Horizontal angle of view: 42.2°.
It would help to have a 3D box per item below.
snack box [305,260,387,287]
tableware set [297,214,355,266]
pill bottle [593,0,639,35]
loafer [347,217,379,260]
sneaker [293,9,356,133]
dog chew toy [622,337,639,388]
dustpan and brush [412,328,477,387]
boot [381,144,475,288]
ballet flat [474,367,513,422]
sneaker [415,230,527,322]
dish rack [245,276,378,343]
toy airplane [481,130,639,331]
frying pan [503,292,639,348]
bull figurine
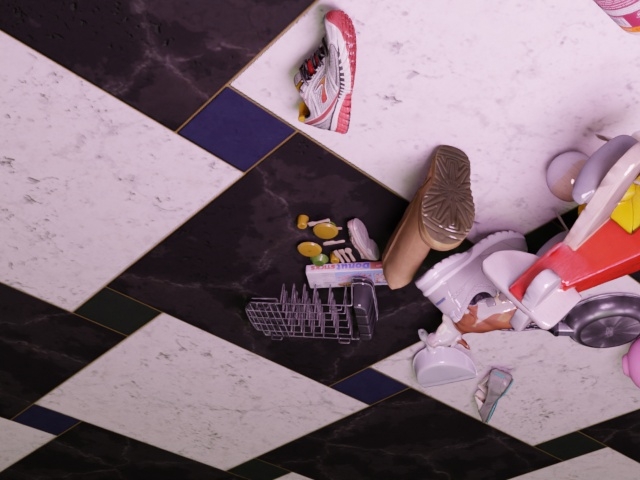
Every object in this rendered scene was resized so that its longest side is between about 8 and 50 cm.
[{"bbox_3d":[0.062,0.071,1.703,0.178,0.022,0.064,-3,146,8],"label":"snack box"},{"bbox_3d":[0.000,0.000,1.620,0.104,0.024,0.154,-10,142,22],"label":"tableware set"},{"bbox_3d":[0.368,-0.365,1.038,0.221,0.121,0.121,29,135,-31],"label":"pill bottle"},{"bbox_3d":[0.075,0.002,1.601,0.039,0.045,0.125,-8,144,25],"label":"loafer"},{"bbox_3d":[0.006,-0.245,1.244,0.092,0.088,0.225,5,142,-1],"label":"sneaker"},{"bbox_3d":[0.820,0.259,1.770,0.331,0.207,0.207,-8,142,26],"label":"dog chew toy"},{"bbox_3d":[0.269,0.271,1.937,0.147,0.060,0.211,-15,146,19],"label":"dustpan and brush"},{"bbox_3d":[0.177,0.000,1.439,0.089,0.236,0.269,23,137,-2],"label":"boot"},{"bbox_3d":[0.421,0.382,2.068,0.068,0.072,0.213,28,143,13],"label":"ballet flat"},{"bbox_3d":[0.293,0.070,1.527,0.281,0.115,0.105,-24,167,-37],"label":"sneaker"},{"bbox_3d":[-0.017,0.151,1.759,0.271,0.074,0.208,1,151,8],"label":"dish rack"},{"bbox_3d":[0.434,-0.018,1.361,0.384,0.272,0.386,6,143,-48],"label":"toy airplane"},{"bbox_3d":[0.562,0.172,1.792,0.326,0.053,0.197,6,142,-9],"label":"frying pan"},{"bbox_3d":[0.342,0.137,1.703,0.310,0.101,0.188,-20,146,24],"label":"bull figurine"}]
